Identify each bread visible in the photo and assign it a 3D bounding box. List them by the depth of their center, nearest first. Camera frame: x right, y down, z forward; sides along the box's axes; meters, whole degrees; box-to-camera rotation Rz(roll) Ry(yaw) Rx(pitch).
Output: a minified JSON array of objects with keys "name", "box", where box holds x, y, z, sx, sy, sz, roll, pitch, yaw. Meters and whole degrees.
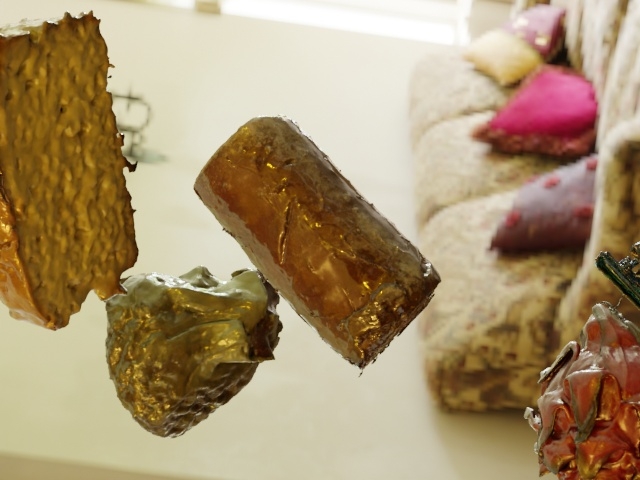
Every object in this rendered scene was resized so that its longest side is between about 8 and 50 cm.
[{"name":"bread","box":[-0.217,-0.058,0.947,0.143,0.139,0.229,-34,-50,-42]}]

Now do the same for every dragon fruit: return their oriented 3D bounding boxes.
[{"name":"dragon fruit","box":[0.379,0.210,1.737,0.234,0.234,0.293,134,138,-87]}]

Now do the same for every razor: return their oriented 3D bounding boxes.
[{"name":"razor","box":[0.353,-0.033,1.271,0.056,0.093,0.324,-37,-19,-24]}]

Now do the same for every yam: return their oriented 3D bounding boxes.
[{"name":"yam","box":[0.000,-0.001,0.744,0.079,0.141,0.079,-42,-7,-7]}]

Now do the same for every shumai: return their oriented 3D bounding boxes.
[{"name":"shumai","box":[-0.153,0.139,1.764,0.256,0.218,0.189,52,-157,-49]}]
